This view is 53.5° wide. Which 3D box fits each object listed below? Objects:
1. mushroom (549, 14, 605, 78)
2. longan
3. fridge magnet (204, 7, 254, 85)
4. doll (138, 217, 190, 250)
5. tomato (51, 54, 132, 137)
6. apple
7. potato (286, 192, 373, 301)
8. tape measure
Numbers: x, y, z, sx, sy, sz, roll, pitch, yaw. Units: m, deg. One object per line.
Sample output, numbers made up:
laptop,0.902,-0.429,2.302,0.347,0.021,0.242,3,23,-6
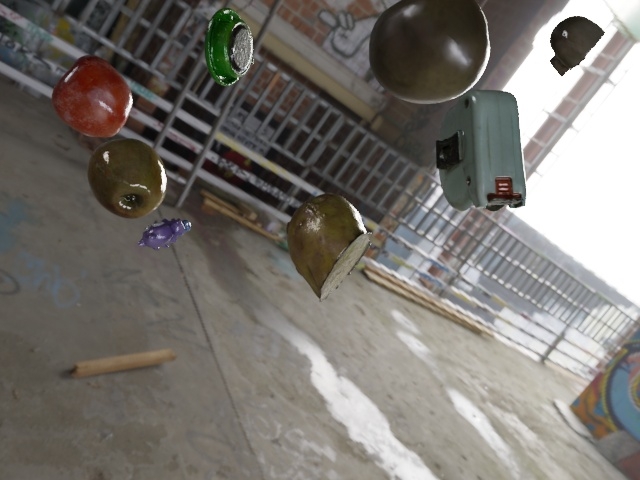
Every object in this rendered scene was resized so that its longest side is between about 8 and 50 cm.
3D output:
mushroom,0.627,-0.495,1.582,0.117,0.141,0.188,54,29,0
longan,0.317,-0.574,1.878,0.361,0.361,0.361,34,12,-8
fridge magnet,-0.253,-0.534,1.760,0.088,0.208,0.208,11,3,20
doll,-0.349,-0.017,1.438,0.067,0.109,0.206,63,7,-3
tomato,-0.520,-0.334,1.470,0.187,0.187,0.151,36,-25,2
apple,-0.627,-0.195,2.060,0.256,0.257,0.234,28,30,-33
potato,0.000,0.000,1.989,0.237,0.289,0.301,38,-13,14
tape measure,0.318,-0.171,1.303,0.125,0.243,0.246,1,-8,-12
